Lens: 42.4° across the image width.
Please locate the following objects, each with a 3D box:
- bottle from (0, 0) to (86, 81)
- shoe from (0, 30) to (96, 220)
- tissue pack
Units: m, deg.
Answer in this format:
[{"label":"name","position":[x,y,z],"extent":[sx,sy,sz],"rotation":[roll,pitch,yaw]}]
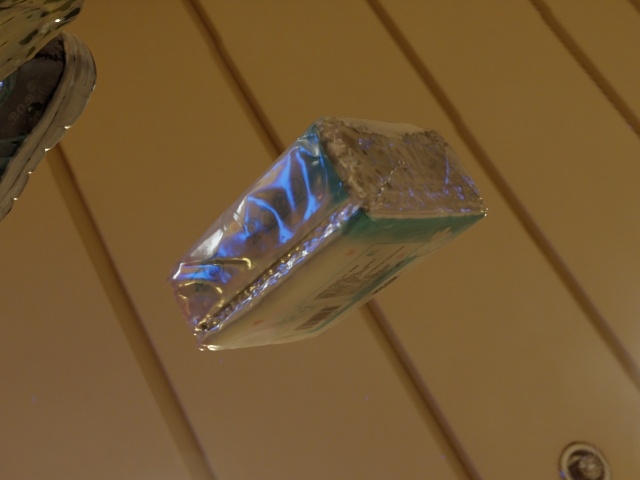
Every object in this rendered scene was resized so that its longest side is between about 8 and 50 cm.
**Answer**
[{"label":"bottle","position":[-0.248,-0.198,0.285],"extent":[0.171,0.172,0.351],"rotation":[-41,-75,-28]},{"label":"shoe","position":[-0.258,-0.082,0.597],"extent":[0.207,0.106,0.091],"rotation":[-53,-132,6]},{"label":"tissue pack","position":[0.002,0.000,0.820],"extent":[0.202,0.271,0.124],"rotation":[1,-123,-45]}]
